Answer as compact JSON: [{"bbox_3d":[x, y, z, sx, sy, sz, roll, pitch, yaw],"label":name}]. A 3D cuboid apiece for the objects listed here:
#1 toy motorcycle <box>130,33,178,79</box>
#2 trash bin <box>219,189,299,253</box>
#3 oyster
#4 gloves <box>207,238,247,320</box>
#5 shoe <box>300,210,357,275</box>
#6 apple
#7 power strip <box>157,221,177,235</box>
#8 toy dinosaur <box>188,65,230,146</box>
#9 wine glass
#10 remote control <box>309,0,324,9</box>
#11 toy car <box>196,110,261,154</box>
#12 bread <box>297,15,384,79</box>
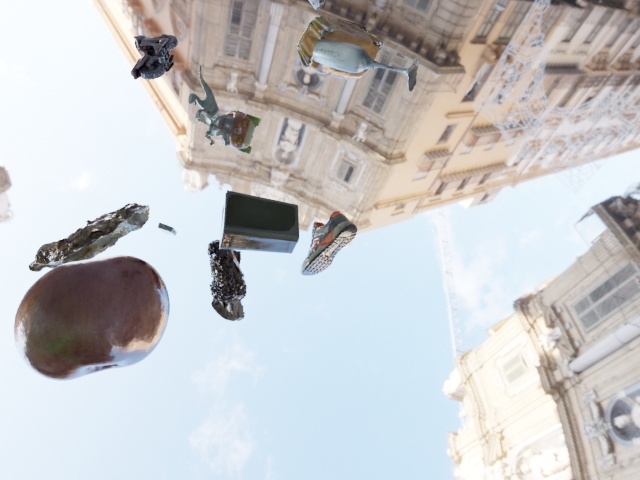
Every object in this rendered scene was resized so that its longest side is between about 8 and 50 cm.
[{"bbox_3d":[-0.470,-0.507,1.165,0.118,0.084,0.213,1,-128,1],"label":"toy motorcycle"},{"bbox_3d":[-0.198,-0.054,1.368,0.240,0.122,0.164,6,-124,-18],"label":"trash bin"},{"bbox_3d":[-0.704,-0.020,1.299,0.396,0.204,0.111,-35,-84,-26],"label":"oyster"},{"bbox_3d":[-0.355,0.141,1.604,0.135,0.313,0.210,-7,-150,-18],"label":"gloves"},{"bbox_3d":[0.000,0.000,1.790,0.132,0.336,0.171,9,-139,-48],"label":"shoe"},{"bbox_3d":[-0.487,0.170,0.930,0.305,0.306,0.235,-7,-110,-28],"label":"apple"},{"bbox_3d":[-0.405,-0.029,1.118,0.040,0.090,0.016,21,-101,-10],"label":"power strip"},{"bbox_3d":[-0.353,-0.427,1.359,0.053,0.242,0.167,5,-166,29],"label":"toy dinosaur"},{"bbox_3d":[0.096,-0.411,0.972,0.262,0.074,0.074,24,-138,21],"label":"wine glass"},{"bbox_3d":[-0.054,-0.610,0.923,0.028,0.059,0.212,-34,-85,-12],"label":"remote control"},{"bbox_3d":[-0.363,-0.438,1.620,0.234,0.145,0.235,19,-168,-4],"label":"toy car"},{"bbox_3d":[0.057,-0.538,1.195,0.241,0.136,0.107,-12,-117,-44],"label":"bread"}]
